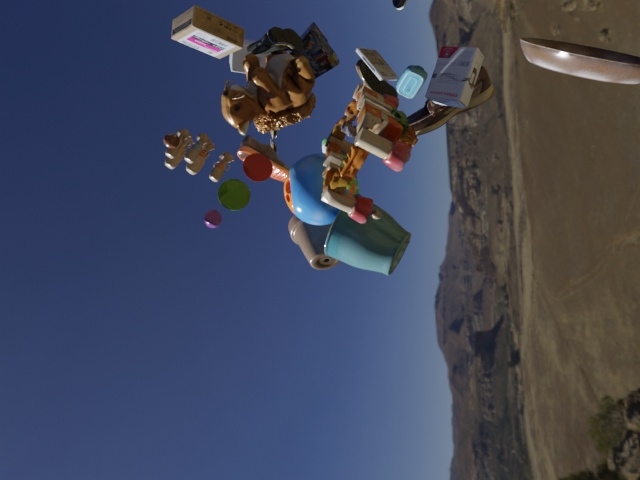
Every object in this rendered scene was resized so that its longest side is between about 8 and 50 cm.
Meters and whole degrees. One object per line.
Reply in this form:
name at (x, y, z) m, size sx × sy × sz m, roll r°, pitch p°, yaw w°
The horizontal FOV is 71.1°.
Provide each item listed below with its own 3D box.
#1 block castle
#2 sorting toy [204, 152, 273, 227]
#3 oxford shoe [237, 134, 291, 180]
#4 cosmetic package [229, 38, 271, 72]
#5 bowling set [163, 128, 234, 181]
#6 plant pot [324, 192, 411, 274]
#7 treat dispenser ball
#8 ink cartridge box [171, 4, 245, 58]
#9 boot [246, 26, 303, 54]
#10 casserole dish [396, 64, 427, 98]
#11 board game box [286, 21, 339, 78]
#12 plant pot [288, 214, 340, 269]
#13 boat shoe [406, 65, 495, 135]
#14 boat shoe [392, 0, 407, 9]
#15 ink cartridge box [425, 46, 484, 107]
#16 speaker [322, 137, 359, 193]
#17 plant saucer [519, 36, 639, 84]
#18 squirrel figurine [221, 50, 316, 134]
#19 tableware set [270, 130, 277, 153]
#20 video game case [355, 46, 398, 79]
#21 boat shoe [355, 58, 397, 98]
block castle at (0.162, -0.298, 1.482) m, size 0.303 × 0.212 × 0.453 m, roll -57°, pitch 17°, yaw 34°
sorting toy at (-0.337, -0.189, 1.813) m, size 0.365 × 0.127 × 0.126 m, roll -53°, pitch 5°, yaw -16°
oxford shoe at (-0.249, -0.422, 2.329) m, size 0.363 × 0.130 × 0.133 m, roll 29°, pitch -117°, yaw -31°
cosmetic package at (-0.351, -0.950, 2.314) m, size 0.225 × 0.224 × 0.138 m, roll -114°, pitch 30°, yaw -57°
bowling set at (-0.470, -0.351, 1.648) m, size 0.154 × 0.287 × 0.200 m, roll -64°, pitch -20°, yaw -22°
plant pot at (0.194, -0.004, 1.705) m, size 0.272 × 0.255 × 0.272 m, roll -53°, pitch -19°, yaw -27°
treat dispenser ball at (-0.003, -0.204, 1.795) m, size 0.288 × 0.288 × 0.288 m, roll -2°, pitch -90°, yaw -71°
ink cartridge box at (-0.460, -0.847, 1.835) m, size 0.234 × 0.193 × 0.088 m, roll 6°, pitch -92°, yaw -42°
boot at (-0.168, -0.729, 1.669) m, size 0.198 × 0.137 × 0.077 m, roll -10°, pitch -93°, yaw -55°
casserole dish at (0.440, -0.764, 2.177) m, size 0.188 × 0.114 × 0.037 m, roll 123°, pitch 170°, yaw -58°
board game box at (-0.050, -0.800, 1.930) m, size 0.194 × 0.194 × 0.060 m, roll 41°, pitch -136°, yaw -39°
plant pot at (0.000, 0.000, 2.025) m, size 0.263 × 0.263 × 0.229 m, roll 59°, pitch -167°, yaw -55°
boat shoe at (0.410, -0.473, 1.519) m, size 0.123 × 0.342 × 0.123 m, roll 57°, pitch -162°, yaw -30°
boat shoe at (0.320, -1.069, 1.791) m, size 0.079 × 0.095 × 0.255 m, roll -12°, pitch -59°, yaw -38°
ink cartridge box at (0.375, -0.457, 1.255) m, size 0.063 × 0.109 × 0.151 m, roll 10°, pitch -81°, yaw -53°
speaker at (0.096, -0.345, 2.140) m, size 0.131 × 0.131 × 0.297 m, roll 5°, pitch -111°, yaw -71°
plant saucer at (0.613, -0.415, 1.034) m, size 0.311 × 0.310 × 0.050 m, roll -61°, pitch -17°, yaw -56°
squirrel figurine at (-0.219, -0.577, 1.874) m, size 0.370 × 0.281 × 0.397 m, roll -42°, pitch -28°, yaw -4°
tableware set at (-0.243, -0.540, 2.408) m, size 0.128 × 0.039 × 0.194 m, roll -109°, pitch 19°, yaw -53°
video game case at (0.266, -0.815, 2.075) m, size 0.183 × 0.023 × 0.201 m, roll 53°, pitch -144°, yaw 6°
boat shoe at (0.285, -0.842, 2.417) m, size 0.324 × 0.120 × 0.123 m, roll 39°, pitch -99°, yaw -39°
